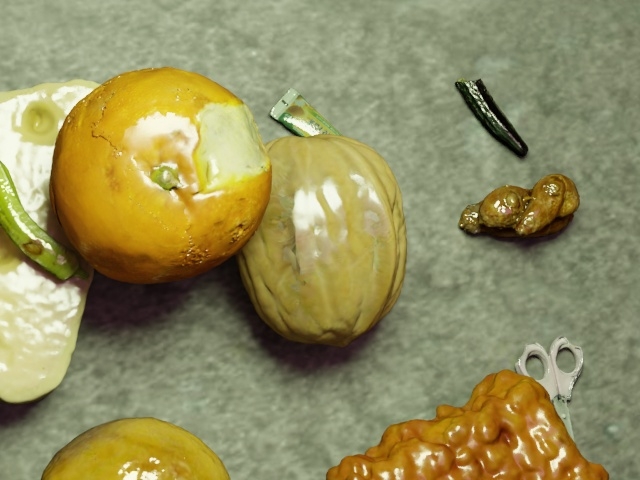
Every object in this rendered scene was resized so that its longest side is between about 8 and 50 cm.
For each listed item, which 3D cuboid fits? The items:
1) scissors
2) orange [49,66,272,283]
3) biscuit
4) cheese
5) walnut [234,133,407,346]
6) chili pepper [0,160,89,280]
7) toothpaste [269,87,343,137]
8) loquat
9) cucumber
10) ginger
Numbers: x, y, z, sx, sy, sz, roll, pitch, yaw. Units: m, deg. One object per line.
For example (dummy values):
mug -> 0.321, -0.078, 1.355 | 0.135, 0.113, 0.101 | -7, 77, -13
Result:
scissors -> 0.316, 0.221, 1.699 | 0.100, 0.015, 0.189 | -12, 85, -20
orange -> -0.173, -0.070, 1.402 | 0.240, 0.240, 0.240 | 3, 80, -16
biscuit -> 0.198, 0.338, 1.524 | 0.312, 0.110, 0.318 | -23, 82, -23
cheese -> -0.422, -0.024, 1.481 | 0.384, 0.104, 0.383 | 3, 80, -17
walnut -> 0.000, 0.000, 1.547 | 0.225, 0.225, 0.260 | -15, 90, -18
chili pepper -> -0.334, -0.031, 1.434 | 0.049, 0.043, 0.208 | -36, 92, -7
toothpaste -> 0.024, -0.114, 1.666 | 0.204, 0.031, 0.049 | 41, 72, -3
loquat -> -0.204, 0.307, 1.442 | 0.238, 0.193, 0.238 | 1, 87, -14
cucumber -> 0.229, -0.164, 1.732 | 0.034, 0.033, 0.134 | -33, 91, 19
ginger -> 0.267, -0.037, 1.684 | 0.162, 0.103, 0.073 | -10, 74, -16
